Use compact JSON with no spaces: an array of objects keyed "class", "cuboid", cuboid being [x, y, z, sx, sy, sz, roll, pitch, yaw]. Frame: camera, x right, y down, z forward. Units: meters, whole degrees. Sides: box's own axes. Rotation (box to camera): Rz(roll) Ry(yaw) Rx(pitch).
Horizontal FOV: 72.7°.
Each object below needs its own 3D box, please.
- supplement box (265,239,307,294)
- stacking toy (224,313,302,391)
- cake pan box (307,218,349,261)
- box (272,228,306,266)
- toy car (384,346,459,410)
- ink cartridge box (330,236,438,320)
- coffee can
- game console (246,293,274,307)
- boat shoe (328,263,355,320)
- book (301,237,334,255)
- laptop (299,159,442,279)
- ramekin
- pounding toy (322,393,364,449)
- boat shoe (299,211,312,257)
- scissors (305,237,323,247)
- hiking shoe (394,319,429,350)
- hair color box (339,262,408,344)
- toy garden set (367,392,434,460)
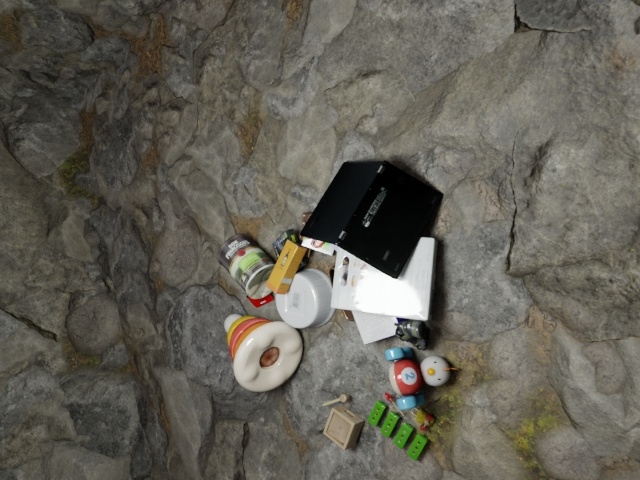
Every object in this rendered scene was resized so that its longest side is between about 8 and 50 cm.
[{"class":"supplement box","cuboid":[-0.150,0.119,1.921,0.078,0.080,0.233,31,100,38]},{"class":"stacking toy","cuboid":[-0.341,0.478,2.146,0.480,0.351,0.350,28,109,51]},{"class":"cake pan box","cuboid":[0.114,-0.078,1.828,0.245,0.070,0.267,-46,66,7]},{"class":"box","cuboid":[-0.151,0.063,2.054,0.191,0.045,0.184,-38,67,56]},{"class":"toy car","cuboid":[0.394,0.496,1.631,0.238,0.210,0.219,-21,69,23]},{"class":"ink cartridge box","cuboid":[0.247,0.137,1.692,0.386,0.091,0.307,3,81,25]},{"class":"coffee can","cuboid":[-0.346,0.124,2.127,0.275,0.202,0.201,41,115,33]},{"class":"game console","cuboid":[-0.305,0.259,2.234,0.144,0.085,0.124,-29,106,34]},{"class":"boat shoe","cuboid":[0.092,0.231,1.890,0.095,0.095,0.257,-26,77,34]},{"class":"book","cuboid":[0.000,0.000,1.943,0.144,0.035,0.096,19,91,6]},{"class":"laptop","cuboid":[0.189,-0.099,1.726,0.408,0.236,0.381,30,80,2]},{"class":"ramekin","cuboid":[-0.075,0.269,1.990,0.278,0.135,0.276,2,94,36]},{"class":"pounding toy","cuboid":[0.097,0.771,1.921,0.181,0.094,0.205,23,97,38]},{"class":"boat shoe","cuboid":[-0.063,-0.027,1.997,0.073,0.073,0.206,8,90,3]},{"class":"scissors","cuboid":[0.036,-0.104,1.924,0.109,0.021,0.297,37,89,9]},{"class":"hiking shoe","cuboid":[0.345,0.349,1.646,0.114,0.226,0.086,8,61,25]},{"class":"hair color box","cuboid":[0.215,0.235,1.793,0.185,0.110,0.338,-27,78,32]},{"class":"toy garden set","cuboid":[0.335,0.728,1.769,0.244,0.049,0.203,33,112,32]}]
